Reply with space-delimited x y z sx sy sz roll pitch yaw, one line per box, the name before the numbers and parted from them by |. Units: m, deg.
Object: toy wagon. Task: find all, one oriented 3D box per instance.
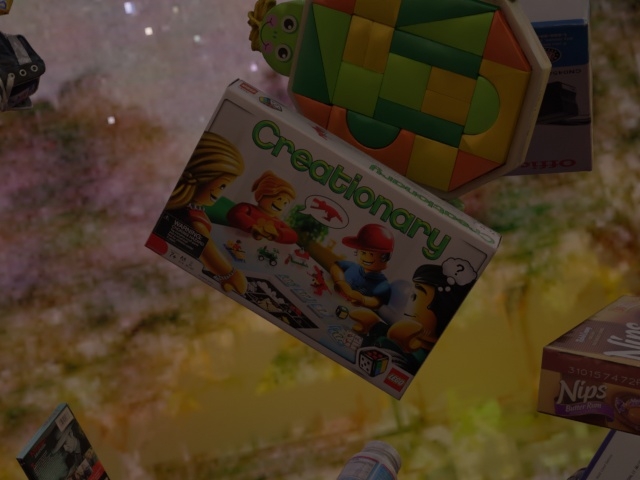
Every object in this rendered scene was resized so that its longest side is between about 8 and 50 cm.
toy wagon | 0.063 -0.179 1.349 0.344 0.267 0.068 21 22 18

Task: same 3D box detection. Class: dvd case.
dvd case | -0.268 0.245 1.349 0.013 0.119 0.087 -3 33 30

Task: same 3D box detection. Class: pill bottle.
pill bottle | 0.065 0.381 1.951 0.087 0.087 0.160 -17 20 36

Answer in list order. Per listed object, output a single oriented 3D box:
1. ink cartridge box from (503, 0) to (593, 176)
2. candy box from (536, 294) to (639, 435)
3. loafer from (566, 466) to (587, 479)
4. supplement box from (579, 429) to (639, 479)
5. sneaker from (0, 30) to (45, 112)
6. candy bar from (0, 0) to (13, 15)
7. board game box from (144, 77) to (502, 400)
ink cartridge box | 0.275 -0.264 1.970 0.285 0.166 0.395 -2 -29 12
candy box | 0.240 0.089 0.924 0.109 0.053 0.186 11 13 29
loafer | 0.361 0.446 1.972 0.080 0.220 0.078 28 2 27
supplement box | 0.438 0.331 1.784 0.114 0.111 0.220 32 -3 18
sneaker | -0.424 -0.155 1.584 0.153 0.282 0.099 8 -30 -23
candy bar | -0.525 -0.445 2.164 0.040 0.162 0.018 2 -24 21
board game box | 0.000 0.000 1.268 0.193 0.305 0.053 -60 -2 22
